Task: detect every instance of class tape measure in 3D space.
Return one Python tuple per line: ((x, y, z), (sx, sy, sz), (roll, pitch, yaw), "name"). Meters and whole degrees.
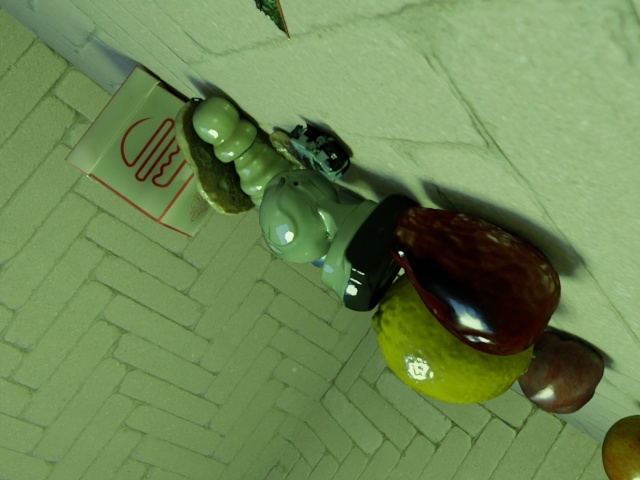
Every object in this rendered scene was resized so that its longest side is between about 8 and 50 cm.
((0.004, -0.139, 0.767), (0.091, 0.054, 0.094), (38, 176, 47), "tape measure")

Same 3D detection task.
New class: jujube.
((0.197, 0.046, 0.648), (0.237, 0.168, 0.168), (35, 174, 24), "jujube")

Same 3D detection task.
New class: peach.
((0.444, 0.251, 0.906), (0.152, 0.152, 0.152), (36, 174, 4), "peach")

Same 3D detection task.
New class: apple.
((0.672, 0.448, 0.965), (0.196, 0.195, 0.196), (36, 174, 4), "apple")

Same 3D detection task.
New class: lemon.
((0.230, 0.153, 0.825), (0.267, 0.267, 0.267), (36, 174, 4), "lemon")

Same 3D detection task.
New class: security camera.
((0.011, -0.016, 0.852), (0.277, 0.197, 0.191), (30, 154, 17), "security camera")

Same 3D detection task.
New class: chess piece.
((-0.166, -0.194, 1.008), (0.243, 0.133, 0.133), (45, 170, -30), "chess piece")

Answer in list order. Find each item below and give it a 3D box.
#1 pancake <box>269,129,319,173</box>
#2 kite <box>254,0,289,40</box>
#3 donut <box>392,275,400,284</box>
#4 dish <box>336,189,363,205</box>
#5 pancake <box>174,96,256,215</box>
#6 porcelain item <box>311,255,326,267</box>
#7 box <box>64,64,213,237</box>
((-0.044, -0.170, 0.947), (0.140, 0.022, 0.139), (36, 175, 4), "pancake")
((-0.097, -0.278, 0.452), (0.232, 0.009, 0.189), (39, 173, -30), "kite")
((0.238, 0.139, 1.631), (0.140, 0.059, 0.140), (39, 174, 5), "donut")
((0.080, -0.034, 1.062), (0.151, 0.077, 0.212), (33, 174, 39), "dish")
((-0.220, -0.184, 1.075), (0.282, 0.049, 0.282), (48, -149, -43), "pancake")
((0.000, 0.000, 1.444), (0.114, 0.147, 0.147), (34, 174, -8), "porcelain item")
((-0.429, -0.223, 1.333), (0.300, 0.312, 0.314), (34, 175, 6), "box")
